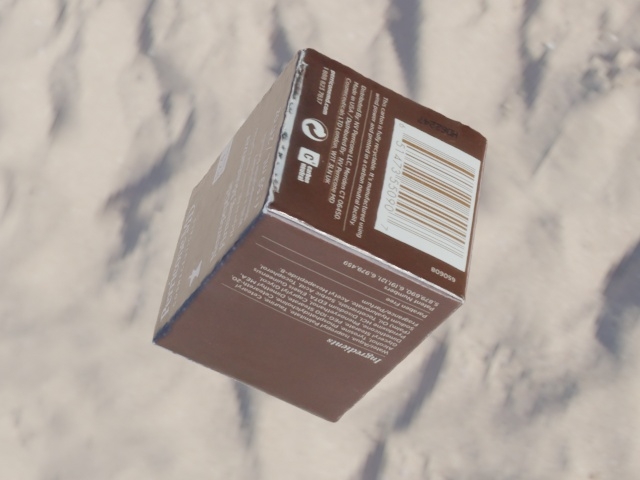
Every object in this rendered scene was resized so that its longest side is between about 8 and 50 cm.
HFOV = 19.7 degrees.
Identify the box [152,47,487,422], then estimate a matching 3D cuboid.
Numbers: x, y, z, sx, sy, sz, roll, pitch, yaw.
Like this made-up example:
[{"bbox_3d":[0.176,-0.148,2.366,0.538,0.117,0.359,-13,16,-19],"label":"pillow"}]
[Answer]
[{"bbox_3d":[0.000,0.000,1.397,0.203,0.167,0.168,-48,24,46],"label":"box"}]
